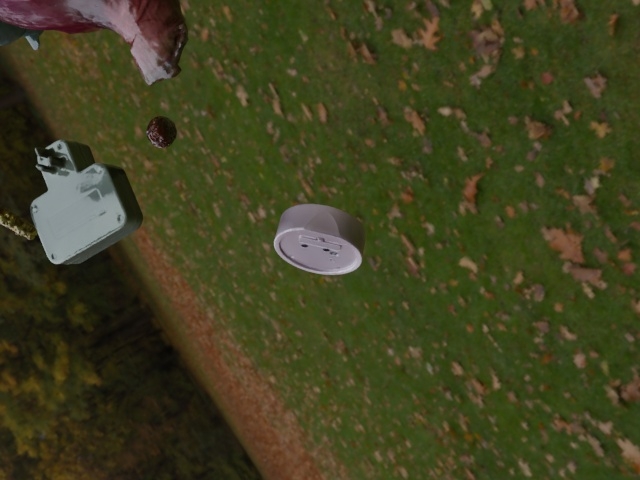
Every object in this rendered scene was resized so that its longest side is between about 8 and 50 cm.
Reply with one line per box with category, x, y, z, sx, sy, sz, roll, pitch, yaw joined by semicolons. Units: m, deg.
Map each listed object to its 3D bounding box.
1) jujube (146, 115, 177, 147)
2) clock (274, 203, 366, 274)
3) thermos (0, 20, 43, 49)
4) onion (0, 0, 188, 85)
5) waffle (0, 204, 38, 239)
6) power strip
jujube;-0.387;-0.262;1.794;0.077;0.077;0.129;61;-178;-14
clock;0.000;0.000;1.631;0.197;0.068;0.197;10;150;5
thermos;-0.759;-0.530;1.678;0.286;0.145;0.182;-20;-84;-64
onion;-0.259;-0.343;0.833;0.385;0.348;0.348;58;165;2
waffle;-0.751;-0.061;1.727;0.192;0.046;0.161;35;167;-28
power strip;-0.559;-0.103;1.683;0.261;0.230;0.141;66;-164;10
